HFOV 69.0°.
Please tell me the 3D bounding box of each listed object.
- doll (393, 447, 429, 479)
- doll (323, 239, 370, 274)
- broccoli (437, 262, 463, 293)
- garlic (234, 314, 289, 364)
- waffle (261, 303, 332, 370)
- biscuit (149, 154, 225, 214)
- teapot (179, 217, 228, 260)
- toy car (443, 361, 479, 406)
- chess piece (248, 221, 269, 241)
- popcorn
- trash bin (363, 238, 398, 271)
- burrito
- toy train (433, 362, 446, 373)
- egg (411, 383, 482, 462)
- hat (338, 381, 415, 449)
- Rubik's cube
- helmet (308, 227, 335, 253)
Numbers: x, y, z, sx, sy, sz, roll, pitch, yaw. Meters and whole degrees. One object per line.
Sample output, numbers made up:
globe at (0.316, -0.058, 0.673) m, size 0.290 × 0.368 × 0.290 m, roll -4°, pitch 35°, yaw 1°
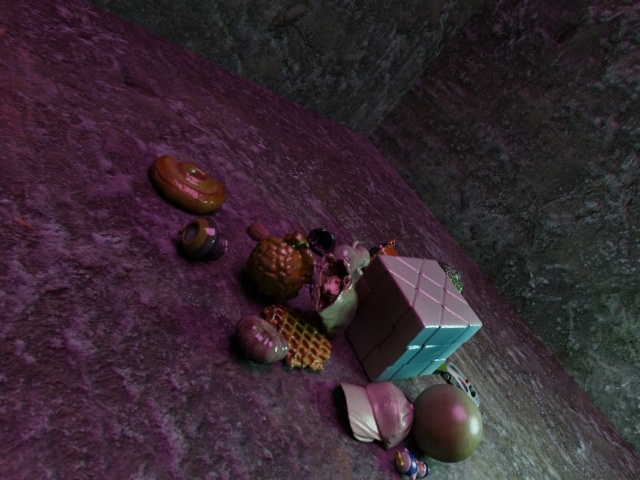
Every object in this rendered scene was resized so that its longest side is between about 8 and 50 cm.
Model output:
doll at (0.265, 0.649, 1.340) m, size 0.143 × 0.057 × 0.099 m, roll 36°, pitch 23°, yaw -25°
doll at (0.124, 0.076, 1.981) m, size 0.275 × 0.113 × 0.155 m, roll -3°, pitch 84°, yaw -57°
broccoli at (0.569, 0.241, 2.275) m, size 0.270 × 0.270 × 0.270 m, roll 21°, pitch 67°, yaw -38°
garlic at (-0.168, 0.275, 1.266) m, size 0.159 × 0.102 × 0.147 m, roll 38°, pitch 8°, yaw -36°
waffle at (-0.069, 0.298, 1.438) m, size 0.237 × 0.059 × 0.243 m, roll 13°, pitch 39°, yaw -52°
biscuit at (-0.452, -0.190, 1.625) m, size 0.274 × 0.091 × 0.213 m, roll 27°, pitch 26°, yaw -34°
teapot at (-0.365, -0.006, 1.433) m, size 0.165 × 0.130 × 0.119 m, roll 21°, pitch -11°, yaw 42°
toy car at (0.576, 0.587, 1.897) m, size 0.205 × 0.056 × 0.095 m, roll 51°, pitch 24°, yaw 20°
chess piece at (-0.231, -0.032, 1.752) m, size 0.083 × 0.038 × 0.084 m, roll 32°, pitch 24°, yaw -16°
popcorn at (-0.115, 0.074, 1.493) m, size 0.237 × 0.251 × 0.206 m, roll 23°, pitch 33°, yaw -43°
trash bin at (0.315, 0.129, 2.132) m, size 0.239 × 0.184 × 0.161 m, roll 53°, pitch 27°, yaw 12°
burrito at (0.055, 0.190, 1.501) m, size 0.332 × 0.135 × 0.190 m, roll 70°, pitch 12°, yaw -61°
toy train at (0.418, 0.478, 1.838) m, size 0.202 × 0.060 × 0.081 m, roll 20°, pitch 38°, yaw -36°
egg at (0.396, 0.564, 1.476) m, size 0.218 × 0.218 × 0.295 m, roll 45°, pitch 15°, yaw 7°
hat at (0.166, 0.477, 1.383) m, size 0.226 × 0.164 × 0.219 m, roll 51°, pitch 14°, yaw -38°
Rubik's cube at (0.299, 0.271, 1.644) m, size 0.321 × 0.316 × 0.319 m, roll 7°, pitch 40°, yaw -38°
helmet at (0.000, 0.000, 1.985) m, size 0.123 × 0.098 × 0.070 m, roll 40°, pitch -7°, yaw -14°
